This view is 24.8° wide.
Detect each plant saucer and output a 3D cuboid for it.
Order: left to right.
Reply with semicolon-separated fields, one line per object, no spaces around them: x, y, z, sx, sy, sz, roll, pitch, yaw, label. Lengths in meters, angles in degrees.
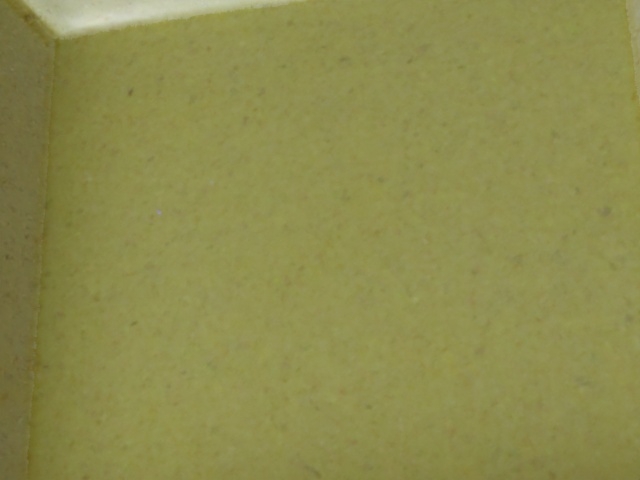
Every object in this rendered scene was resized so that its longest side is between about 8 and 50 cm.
0.000;0.000;0.535;0.333;0.332;0.081;-7;155;12;plant saucer

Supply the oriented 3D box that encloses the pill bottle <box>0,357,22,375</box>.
-0.200;0.094;0.657;0.229;0.131;0.131;-39;102;21;pill bottle
